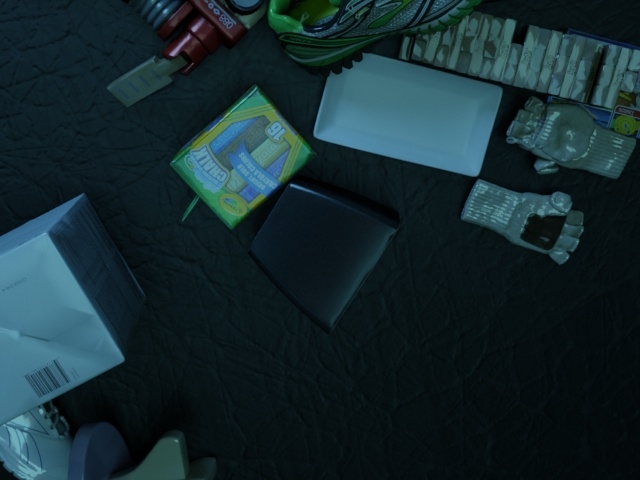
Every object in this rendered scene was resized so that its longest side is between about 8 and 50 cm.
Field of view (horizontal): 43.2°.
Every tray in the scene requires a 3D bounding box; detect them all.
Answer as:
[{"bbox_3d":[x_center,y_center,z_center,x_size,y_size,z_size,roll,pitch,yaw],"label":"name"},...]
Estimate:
[{"bbox_3d":[0.133,-0.197,1.243,0.270,0.030,0.145,12,103,-9],"label":"tray"}]

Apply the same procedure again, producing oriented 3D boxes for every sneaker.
[{"bbox_3d":[-0.463,0.281,1.263,0.297,0.111,0.129,37,92,-14],"label":"sneaker"},{"bbox_3d":[0.085,-0.337,1.082,0.343,0.146,0.134,-26,69,20],"label":"sneaker"}]

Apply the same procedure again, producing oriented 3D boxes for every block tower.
[{"bbox_3d":[0.286,-0.271,1.183,0.335,0.097,0.091,13,101,1],"label":"block tower"}]

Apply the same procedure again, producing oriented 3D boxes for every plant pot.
[{"bbox_3d":[0.000,0.000,1.208,0.167,0.187,0.188,33,99,-1],"label":"plant pot"}]

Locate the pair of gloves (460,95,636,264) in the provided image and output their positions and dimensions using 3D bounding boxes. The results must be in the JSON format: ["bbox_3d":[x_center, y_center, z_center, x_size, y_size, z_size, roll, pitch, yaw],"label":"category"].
[{"bbox_3d":[0.359,-0.094,1.266,0.204,0.042,0.240,24,109,-14],"label":"pair of gloves"}]

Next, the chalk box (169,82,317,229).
[{"bbox_3d":[-0.131,-0.111,1.184,0.213,0.132,0.132,-40,105,3],"label":"chalk box"}]

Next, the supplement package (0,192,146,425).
[{"bbox_3d":[-0.390,0.085,1.137,0.199,0.263,0.198,-27,105,1],"label":"supplement package"}]

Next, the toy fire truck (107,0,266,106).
[{"bbox_3d":[-0.229,-0.317,1.131,0.217,0.158,0.246,43,86,-14],"label":"toy fire truck"}]

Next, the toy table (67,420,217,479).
[{"bbox_3d":[-0.272,0.412,1.255,0.160,0.252,0.274,-4,117,12],"label":"toy table"}]

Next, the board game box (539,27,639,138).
[{"bbox_3d":[0.453,-0.240,1.262,0.201,0.035,0.136,13,102,-9],"label":"board game box"}]
